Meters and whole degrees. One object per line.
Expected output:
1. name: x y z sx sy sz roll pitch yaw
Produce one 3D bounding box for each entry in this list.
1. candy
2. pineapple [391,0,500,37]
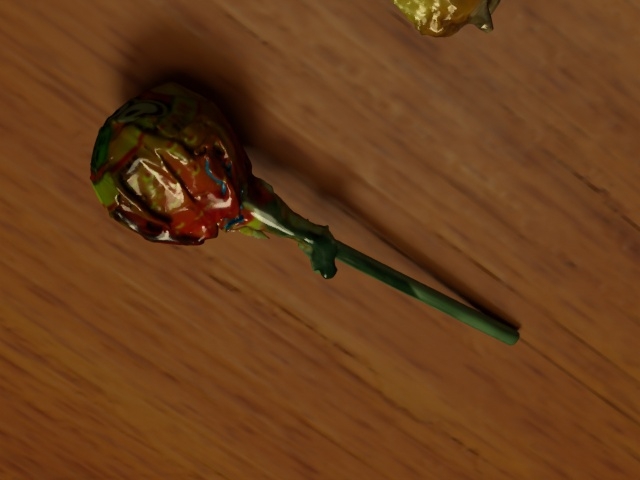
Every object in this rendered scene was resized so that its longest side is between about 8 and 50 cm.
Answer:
1. candy: 0.000 0.000 0.568 0.201 0.060 0.060 27 128 -20
2. pineapple: 0.024 -0.138 0.449 0.116 0.069 0.137 6 119 13
